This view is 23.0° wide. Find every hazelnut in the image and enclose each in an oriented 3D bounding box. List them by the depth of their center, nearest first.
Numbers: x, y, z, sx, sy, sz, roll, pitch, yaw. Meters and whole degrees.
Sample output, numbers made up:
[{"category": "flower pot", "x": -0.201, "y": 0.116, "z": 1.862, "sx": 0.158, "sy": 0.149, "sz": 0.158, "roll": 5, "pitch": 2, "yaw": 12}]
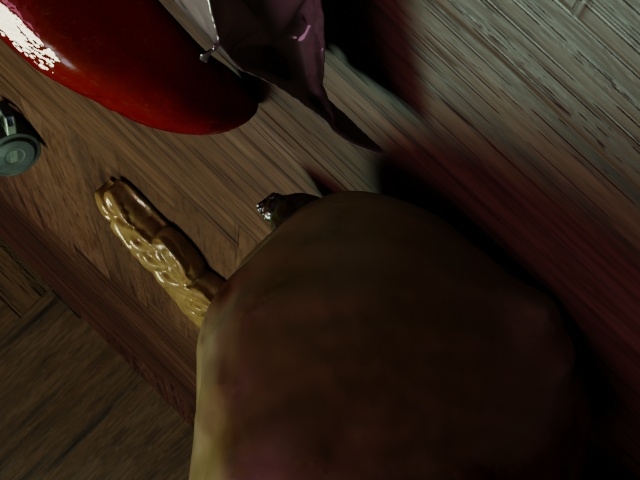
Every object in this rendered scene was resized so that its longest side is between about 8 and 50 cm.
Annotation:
[{"category": "hazelnut", "x": 0.043, "y": 0.096, "z": 0.921, "sx": 0.261, "sy": 0.261, "sz": 0.241, "roll": 48, "pitch": 135, "yaw": -11}]

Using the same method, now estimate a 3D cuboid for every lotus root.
[{"category": "lotus root", "x": 0.000, "y": 0.000, "z": 1.052, "sx": 0.099, "sy": 0.049, "sz": 0.054, "roll": 42, "pitch": 175, "yaw": 14}]

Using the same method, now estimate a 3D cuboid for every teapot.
[{"category": "teapot", "x": -0.362, "y": -0.122, "z": 1.819, "sx": 0.057, "sy": 0.066, "sz": 0.088, "roll": 57, "pitch": 154, "yaw": 37}]

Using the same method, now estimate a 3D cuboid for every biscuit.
[{"category": "biscuit", "x": -0.135, "y": 0.050, "z": 1.664, "sx": 0.289, "sy": 0.044, "sz": 0.202, "roll": 48, "pitch": 167, "yaw": -21}]

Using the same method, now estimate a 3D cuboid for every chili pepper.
[{"category": "chili pepper", "x": -0.155, "y": -0.165, "z": 0.883, "sx": 0.368, "sy": 0.092, "sz": 0.137, "roll": 57, "pitch": -157, "yaw": -34}]

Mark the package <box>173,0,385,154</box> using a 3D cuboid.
[{"category": "package", "x": -0.072, "y": -0.146, "z": 0.759, "sx": 0.204, "sy": 0.062, "sz": 0.251, "roll": 49, "pitch": 177, "yaw": 30}]
